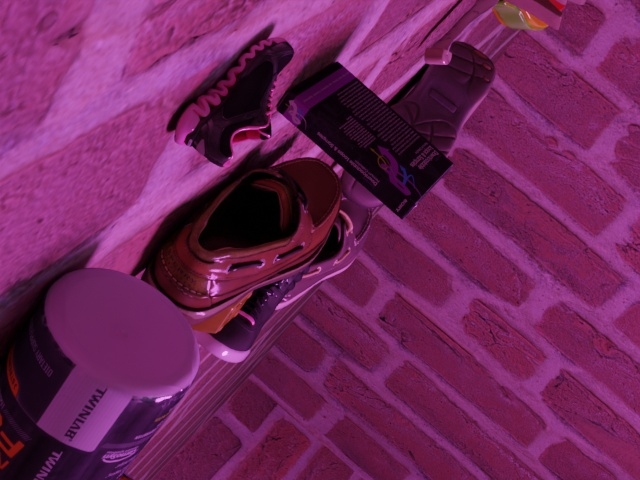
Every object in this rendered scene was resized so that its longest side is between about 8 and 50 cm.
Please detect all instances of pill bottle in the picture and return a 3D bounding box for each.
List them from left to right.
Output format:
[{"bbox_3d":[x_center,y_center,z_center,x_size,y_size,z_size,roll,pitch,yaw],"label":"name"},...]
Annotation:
[{"bbox_3d":[-0.208,0.147,0.840,0.245,0.130,0.130,-53,174,29],"label":"pill bottle"}]

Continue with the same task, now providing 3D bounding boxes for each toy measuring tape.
[{"bbox_3d":[0.279,-0.334,1.578,0.330,0.121,0.121,-48,175,-24],"label":"toy measuring tape"}]

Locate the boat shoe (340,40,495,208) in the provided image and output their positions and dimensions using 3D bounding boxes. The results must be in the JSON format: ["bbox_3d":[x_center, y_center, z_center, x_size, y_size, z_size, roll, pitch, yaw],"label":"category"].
[{"bbox_3d":[0.158,-0.170,1.722,0.355,0.132,0.130,-46,174,-23],"label":"boat shoe"}]

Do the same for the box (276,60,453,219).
[{"bbox_3d":[0.047,-0.100,1.035,0.029,0.162,0.116,-52,174,34],"label":"box"}]

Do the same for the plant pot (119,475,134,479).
[{"bbox_3d":[-0.304,0.375,1.226,0.290,0.203,0.291,-54,178,-3],"label":"plant pot"}]

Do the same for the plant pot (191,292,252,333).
[{"bbox_3d":[-0.123,0.052,1.154,0.081,0.083,0.081,-53,175,37],"label":"plant pot"}]

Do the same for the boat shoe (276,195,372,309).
[{"bbox_3d":[0.000,0.000,1.738,0.324,0.116,0.096,-36,170,-46],"label":"boat shoe"}]

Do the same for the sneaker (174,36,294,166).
[{"bbox_3d":[-0.052,-0.099,0.776,0.119,0.057,0.047,-49,174,-23],"label":"sneaker"}]

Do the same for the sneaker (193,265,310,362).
[{"bbox_3d":[-0.097,0.066,1.464,0.147,0.105,0.296,-52,-179,14],"label":"sneaker"}]

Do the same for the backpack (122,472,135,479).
[{"bbox_3d":[-0.345,0.431,1.490,0.276,0.213,0.263,-51,-173,-19],"label":"backpack"}]

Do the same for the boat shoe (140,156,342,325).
[{"bbox_3d":[-0.052,-0.019,1.085,0.104,0.111,0.307,-52,175,40],"label":"boat shoe"}]

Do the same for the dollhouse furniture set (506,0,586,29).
[{"bbox_3d":[0.302,-0.401,1.317,0.262,0.135,0.259,-58,169,-6],"label":"dollhouse furniture set"}]
